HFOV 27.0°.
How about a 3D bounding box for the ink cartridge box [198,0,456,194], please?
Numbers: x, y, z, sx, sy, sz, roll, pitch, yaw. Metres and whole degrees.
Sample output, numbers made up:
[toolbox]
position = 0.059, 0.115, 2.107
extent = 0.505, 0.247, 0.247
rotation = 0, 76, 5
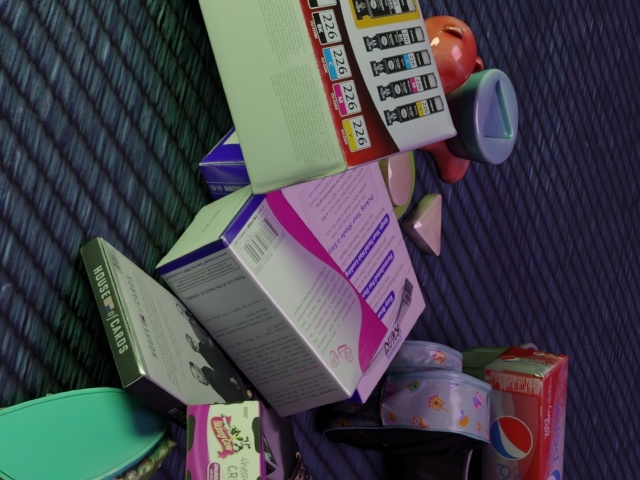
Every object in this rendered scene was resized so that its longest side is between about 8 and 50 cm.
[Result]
[ink cartridge box]
position = 0.016, -0.231, 1.370
extent = 0.272, 0.130, 0.309
rotation = -22, 97, -51

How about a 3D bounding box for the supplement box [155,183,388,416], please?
[supplement box]
position = -0.047, 0.062, 1.392
extent = 0.220, 0.114, 0.111
rotation = 51, 43, -17

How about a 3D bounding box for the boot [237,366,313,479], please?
[boot]
position = -0.092, 0.241, 1.436
extent = 0.236, 0.085, 0.178
rotation = -31, 115, -56

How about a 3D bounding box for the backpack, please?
[backpack]
position = 0.118, 0.198, 1.652
extent = 0.166, 0.188, 0.144
rotation = 29, 69, -53

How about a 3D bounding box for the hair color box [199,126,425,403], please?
[hair color box]
position = 0.000, 0.000, 1.530
extent = 0.185, 0.110, 0.338
rotation = -53, 132, -42

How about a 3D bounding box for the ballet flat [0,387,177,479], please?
[ballet flat]
position = -0.296, 0.235, 1.112
extent = 0.409, 0.147, 0.147
rotation = -17, 107, -52

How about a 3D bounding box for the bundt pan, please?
[bundt pan]
position = 0.213, 0.294, 1.850
extent = 0.331, 0.124, 0.330
rotation = -21, 115, -56

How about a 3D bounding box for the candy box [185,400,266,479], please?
[candy box]
position = -0.079, 0.285, 1.209
extent = 0.159, 0.071, 0.233
rotation = -96, -176, -55

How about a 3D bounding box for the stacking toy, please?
[stacking toy]
position = 0.167, -0.135, 1.749
extent = 0.309, 0.130, 0.279
rotation = 31, 67, -53

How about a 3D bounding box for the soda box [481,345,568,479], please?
[soda box]
position = 0.262, 0.277, 1.724
extent = 0.092, 0.083, 0.263
rotation = -24, 118, -56

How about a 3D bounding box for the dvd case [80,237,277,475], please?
[dvd case]
position = -0.137, 0.118, 1.304
extent = 0.239, 0.030, 0.179
rotation = 45, 15, -48
